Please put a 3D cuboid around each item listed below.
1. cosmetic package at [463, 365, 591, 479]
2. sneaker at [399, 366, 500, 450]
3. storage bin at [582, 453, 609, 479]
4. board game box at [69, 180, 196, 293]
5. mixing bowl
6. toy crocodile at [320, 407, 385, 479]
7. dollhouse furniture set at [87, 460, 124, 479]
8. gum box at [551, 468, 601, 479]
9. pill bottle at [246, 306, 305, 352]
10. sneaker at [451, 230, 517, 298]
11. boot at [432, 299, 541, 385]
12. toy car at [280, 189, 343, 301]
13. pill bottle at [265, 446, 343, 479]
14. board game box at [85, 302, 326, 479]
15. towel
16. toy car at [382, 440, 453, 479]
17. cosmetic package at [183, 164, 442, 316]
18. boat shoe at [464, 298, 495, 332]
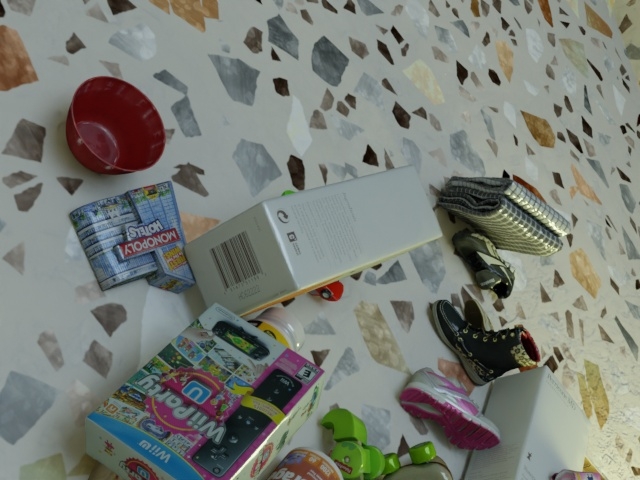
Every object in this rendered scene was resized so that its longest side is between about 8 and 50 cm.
[{"bbox_3d":[0.468,0.498,1.956,0.217,0.156,0.385,49,44,-19],"label":"cosmetic package"},{"bbox_3d":[0.293,0.358,1.883,0.252,0.103,0.111,38,41,-13],"label":"sneaker"},{"bbox_3d":[0.638,0.630,2.087,0.262,0.123,0.260,48,43,-15],"label":"storage bin"},{"bbox_3d":[-0.306,0.010,1.506,0.194,0.060,0.194,-22,84,-49],"label":"board game box"},{"bbox_3d":[-0.373,-0.183,1.513,0.181,0.098,0.181,24,53,-35],"label":"mixing bowl"},{"bbox_3d":[0.058,0.479,1.596,0.115,0.105,0.341,30,52,-59],"label":"toy crocodile"},{"bbox_3d":[-0.188,0.416,1.320,0.303,0.174,0.355,38,46,-25],"label":"dollhouse furniture set"},{"bbox_3d":[0.558,0.583,1.844,0.107,0.062,0.188,16,60,-43],"label":"gum box"},{"bbox_3d":[-0.121,0.213,1.540,0.119,0.119,0.208,55,41,-8],"label":"pill bottle"},{"bbox_3d":[0.419,0.068,2.203,0.234,0.078,0.106,40,43,-27],"label":"sneaker"},{"bbox_3d":[0.383,0.216,2.007,0.236,0.178,0.085,56,41,-8],"label":"boot"},{"bbox_3d":[-0.059,0.007,1.766,0.239,0.053,0.225,18,57,-40],"label":"toy car"},{"bbox_3d":[-0.059,0.460,1.466,0.121,0.121,0.216,56,41,-7],"label":"pill bottle"},{"bbox_3d":[-0.166,0.258,1.308,0.224,0.097,0.303,29,44,17],"label":"board game box"},{"bbox_3d":[0.449,-0.062,2.173,0.235,0.283,0.121,30,83,-26],"label":"towel"},{"bbox_3d":[0.201,0.481,1.750,0.188,0.149,0.155,-3,73,-77],"label":"toy car"},{"bbox_3d":[0.000,0.000,1.614,0.453,0.230,0.161,-18,84,-49],"label":"cosmetic package"},{"bbox_3d":[0.393,0.202,2.130,0.045,0.050,0.135,-30,101,-53],"label":"boat shoe"}]
